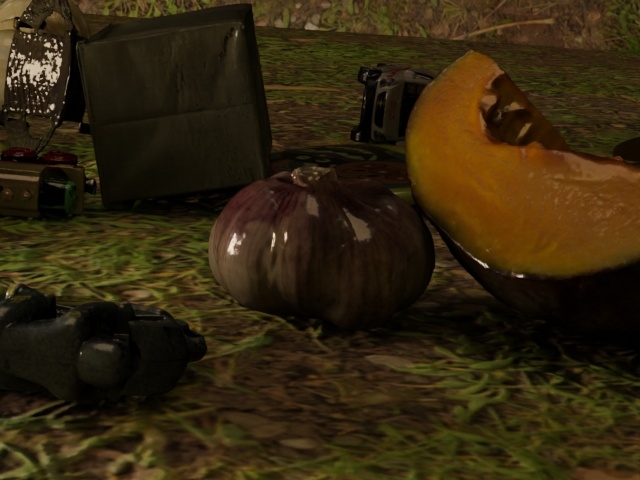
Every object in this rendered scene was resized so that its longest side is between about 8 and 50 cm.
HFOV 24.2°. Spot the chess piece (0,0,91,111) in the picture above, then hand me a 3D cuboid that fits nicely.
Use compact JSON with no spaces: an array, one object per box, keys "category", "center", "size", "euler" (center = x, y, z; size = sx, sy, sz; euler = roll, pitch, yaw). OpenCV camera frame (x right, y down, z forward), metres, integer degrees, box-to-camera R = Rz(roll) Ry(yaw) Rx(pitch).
[{"category":"chess piece","center":[-0.381,-0.229,1.895],"size":[0.143,0.142,0.261],"euler":[3,20,0]}]

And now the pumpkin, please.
[{"category":"pumpkin","center":[0.171,0.012,1.000],"size":[0.148,0.169,0.312],"euler":[-36,41,-10]}]

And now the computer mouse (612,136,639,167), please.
[{"category":"computer mouse","center":[0.428,-0.096,1.669],"size":[0.199,0.044,0.102],"euler":[1,16,-10]}]

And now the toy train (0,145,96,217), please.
[{"category":"toy train","center":[-0.263,-0.047,1.267],"size":[0.138,0.050,0.087],"euler":[5,17,0]}]

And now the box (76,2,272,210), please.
[{"category":"box","center":[-0.128,-0.129,1.383],"size":[0.149,0.155,0.231],"euler":[-8,12,1]}]

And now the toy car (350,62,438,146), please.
[{"category":"toy car","center":[0.103,-0.160,1.773],"size":[0.108,0.089,0.210],"euler":[11,11,10]}]

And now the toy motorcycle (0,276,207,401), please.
[{"category":"toy motorcycle","center":[-0.145,0.056,0.811],"size":[0.193,0.061,0.124],"euler":[7,4,-22]}]

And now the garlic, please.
[{"category":"garlic","center":[0.000,0.000,1.004],"size":[0.147,0.102,0.159],"euler":[-6,16,-40]}]

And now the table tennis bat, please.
[{"category":"table tennis bat","center":[0.090,-0.074,1.471],"size":[0.369,0.054,0.224],"euler":[-11,18,-38]}]

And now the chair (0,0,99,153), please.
[{"category":"chair","center":[-0.276,-0.170,1.559],"size":[0.149,0.174,0.213],"euler":[10,3,11]}]
